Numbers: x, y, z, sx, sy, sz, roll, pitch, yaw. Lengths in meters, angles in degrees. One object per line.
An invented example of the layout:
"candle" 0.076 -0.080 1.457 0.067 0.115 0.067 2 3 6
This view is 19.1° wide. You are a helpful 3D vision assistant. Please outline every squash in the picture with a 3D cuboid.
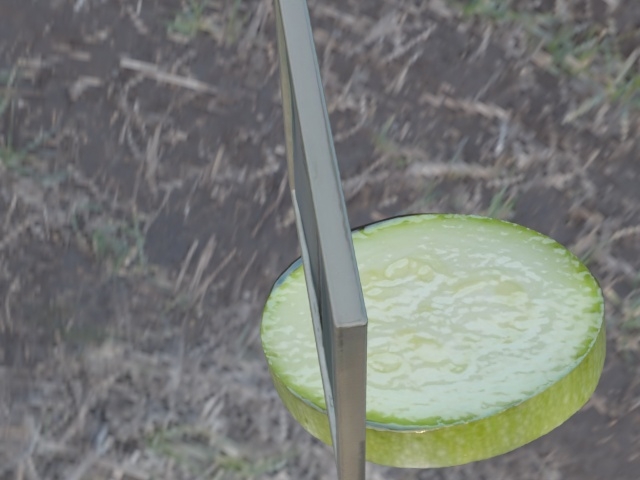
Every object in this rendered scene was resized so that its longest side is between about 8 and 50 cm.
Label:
"squash" 0.078 0.067 1.385 0.252 0.049 0.252 -5 37 4

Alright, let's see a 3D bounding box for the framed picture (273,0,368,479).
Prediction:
"framed picture" 0.000 0.000 1.033 0.016 0.289 0.213 -9 68 -3
